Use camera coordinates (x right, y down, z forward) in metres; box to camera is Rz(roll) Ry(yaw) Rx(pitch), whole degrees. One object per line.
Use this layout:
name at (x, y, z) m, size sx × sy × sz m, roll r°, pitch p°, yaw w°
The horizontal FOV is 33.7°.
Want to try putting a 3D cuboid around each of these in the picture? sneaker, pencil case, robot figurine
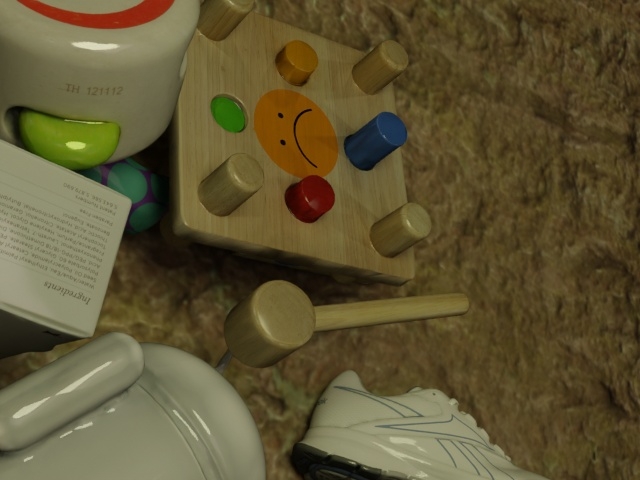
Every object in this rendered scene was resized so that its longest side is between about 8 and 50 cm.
sneaker at (0.126, 0.215, 1.066) m, size 0.297 × 0.111 × 0.129 m, roll 20°, pitch 55°, yaw -2°
pencil case at (-0.209, -0.065, 0.951) m, size 0.151 × 0.064 × 0.070 m, roll 33°, pitch 24°, yaw -27°
robot figurine at (-0.185, 0.210, 0.826) m, size 0.353 × 0.199 × 0.300 m, roll -31°, pitch 140°, yaw -37°

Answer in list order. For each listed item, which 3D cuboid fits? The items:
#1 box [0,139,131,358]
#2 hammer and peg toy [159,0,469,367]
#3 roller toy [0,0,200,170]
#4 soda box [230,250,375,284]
box at (-0.274, 0.003, 0.813) m, size 0.182 × 0.181 × 0.119 m, roll 25°, pitch 66°, yaw -31°
hammer and peg toy at (-0.018, -0.044, 0.968) m, size 0.266 × 0.127 × 0.361 m, roll 13°, pitch 59°, yaw -33°
roller toy at (-0.200, -0.171, 0.843) m, size 0.209 × 0.146 × 0.191 m, roll 39°, pitch 46°, yaw 14°
soda box at (0.000, 0.000, 1.098) m, size 0.181 × 0.061 × 0.058 m, roll 14°, pitch 72°, yaw -34°
